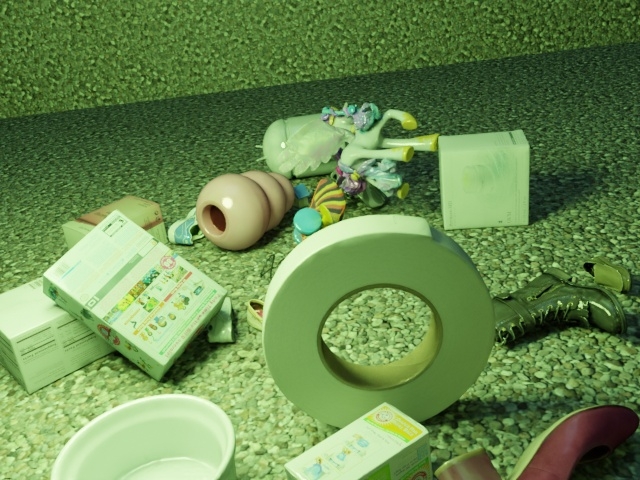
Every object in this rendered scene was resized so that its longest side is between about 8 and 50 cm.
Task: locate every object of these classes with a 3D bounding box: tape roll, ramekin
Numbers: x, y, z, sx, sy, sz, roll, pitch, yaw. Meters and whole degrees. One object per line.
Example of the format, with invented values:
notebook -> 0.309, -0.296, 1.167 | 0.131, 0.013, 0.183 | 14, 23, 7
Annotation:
tape roll -> 0.095, 0.145, 1.199 | 0.391, 0.392, 0.072 | -7, 26, 0
ramekin -> -0.257, 0.377, 1.112 | 0.277, 0.135, 0.277 | -7, 26, 3

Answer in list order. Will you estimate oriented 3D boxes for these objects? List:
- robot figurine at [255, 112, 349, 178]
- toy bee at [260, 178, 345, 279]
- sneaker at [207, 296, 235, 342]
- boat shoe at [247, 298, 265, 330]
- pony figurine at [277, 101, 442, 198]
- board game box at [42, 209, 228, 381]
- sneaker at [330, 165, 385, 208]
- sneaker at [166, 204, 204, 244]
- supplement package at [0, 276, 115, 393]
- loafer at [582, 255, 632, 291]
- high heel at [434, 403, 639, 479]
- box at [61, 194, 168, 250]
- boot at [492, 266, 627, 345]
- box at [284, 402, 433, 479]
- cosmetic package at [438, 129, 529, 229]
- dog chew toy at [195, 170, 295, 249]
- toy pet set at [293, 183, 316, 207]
robot figurine -> -0.037, -0.310, 2.362 | 0.353, 0.200, 0.300 | -8, 17, -1
toy bee -> 0.000, 0.000, 1.817 | 0.162, 0.298, 0.195 | 28, -2, 9
sneaker -> -0.222, 0.174, 1.604 | 0.061, 0.054, 0.152 | -10, 27, 0
boat shoe -> -0.102, 0.172, 1.569 | 0.170, 0.059, 0.063 | 15, 34, 38
pony figurine -> 0.096, -0.234, 1.973 | 0.363, 0.303, 0.351 | 20, 63, 34
board game box -> -0.382, 0.109, 1.500 | 0.303, 0.098, 0.224 | 36, 53, 4
sneaker -> 0.110, -0.160, 2.177 | 0.115, 0.105, 0.281 | -41, 30, 9
sneaker -> -0.346, -0.048, 2.071 | 0.081, 0.080, 0.211 | 16, 44, 28
supplement package -> -0.573, 0.179, 1.581 | 0.261, 0.145, 0.204 | -26, 32, -35
loafer -> 0.627, 0.078, 1.577 | 0.050, 0.056, 0.148 | -12, 17, -7
high heel -> 0.357, 0.366, 1.055 | 0.376, 0.127, 0.181 | -13, 55, -21
box -> -0.566, -0.018, 1.997 | 0.148, 0.127, 0.232 | 16, 34, 38
boot -> 0.447, 0.157, 1.447 | 0.228, 0.091, 0.263 | -23, 26, -17
box -> 0.063, 0.355, 1.092 | 0.203, 0.114, 0.103 | -25, 30, -29
cosmetic package -> 0.430, -0.160, 1.908 | 0.224, 0.224, 0.138 | -3, 26, 9
dog chew toy -> -0.190, -0.101, 2.002 | 0.206, 0.207, 0.331 | 10, 23, 32
toy pet set -> -0.042, -0.151, 2.197 | 0.114, 0.065, 0.122 | -24, 30, -30
